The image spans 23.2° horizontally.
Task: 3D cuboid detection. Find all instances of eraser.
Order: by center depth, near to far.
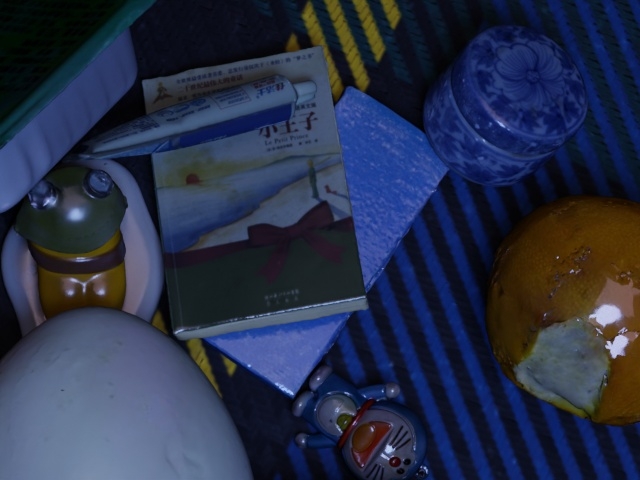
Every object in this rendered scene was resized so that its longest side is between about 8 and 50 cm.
[{"bbox_3d":[0.000,0.000,1.613,0.144,0.042,0.312,34,76,1],"label":"eraser"}]

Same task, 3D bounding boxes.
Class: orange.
[{"bbox_3d":[0.276,0.067,1.535,0.240,0.240,0.240,1,78,-7],"label":"orange"}]

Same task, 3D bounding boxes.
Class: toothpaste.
[{"bbox_3d":[-0.122,-0.117,1.536,0.268,0.047,0.069,-17,40,-24],"label":"toothpaste"}]

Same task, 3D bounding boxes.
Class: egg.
[{"bbox_3d":[-0.201,0.230,1.420,0.283,0.283,0.345,-6,67,-9],"label":"egg"}]

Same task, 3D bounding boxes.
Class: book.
[{"bbox_3d":[-0.069,-0.050,1.584,0.201,0.026,0.289,-11,69,1],"label":"book"}]

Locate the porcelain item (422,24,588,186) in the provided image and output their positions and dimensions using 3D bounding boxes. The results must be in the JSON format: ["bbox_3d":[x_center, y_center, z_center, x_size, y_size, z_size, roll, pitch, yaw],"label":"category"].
[{"bbox_3d":[0.191,-0.141,1.612,0.147,0.114,0.147,10,61,-19],"label":"porcelain item"}]

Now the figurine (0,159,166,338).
[{"bbox_3d":[-0.231,0.022,1.529,0.166,0.141,0.250,-6,79,-10],"label":"figurine"}]

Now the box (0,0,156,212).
[{"bbox_3d":[-0.305,-0.138,1.509,0.264,0.106,0.336,10,48,37],"label":"box"}]

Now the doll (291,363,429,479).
[{"bbox_3d":[0.046,0.190,1.560,0.152,0.085,0.114,37,99,11],"label":"doll"}]
